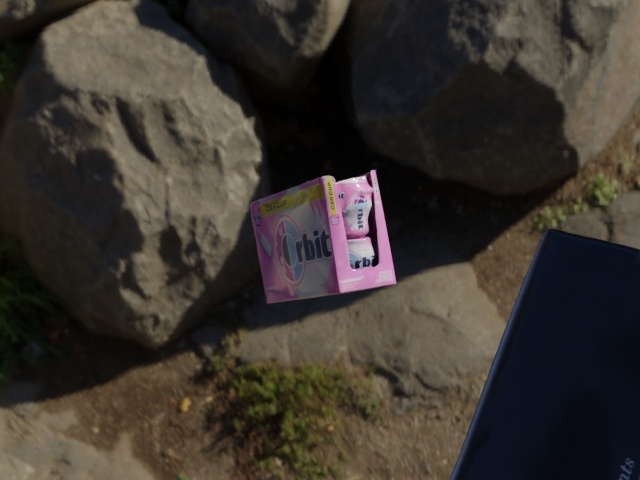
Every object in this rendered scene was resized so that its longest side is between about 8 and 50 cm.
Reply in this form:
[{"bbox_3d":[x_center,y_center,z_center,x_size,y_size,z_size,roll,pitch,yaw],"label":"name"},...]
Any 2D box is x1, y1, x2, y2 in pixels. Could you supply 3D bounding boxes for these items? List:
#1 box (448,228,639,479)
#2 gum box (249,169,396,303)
[{"bbox_3d":[0.337,0.169,0.688,0.395,0.293,0.212,17,84,44],"label":"box"},{"bbox_3d":[0.000,0.000,1.048,0.062,0.188,0.107,-9,88,-26],"label":"gum box"}]
